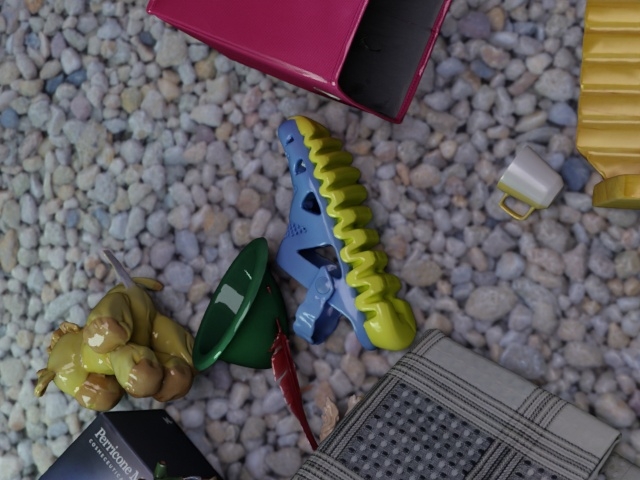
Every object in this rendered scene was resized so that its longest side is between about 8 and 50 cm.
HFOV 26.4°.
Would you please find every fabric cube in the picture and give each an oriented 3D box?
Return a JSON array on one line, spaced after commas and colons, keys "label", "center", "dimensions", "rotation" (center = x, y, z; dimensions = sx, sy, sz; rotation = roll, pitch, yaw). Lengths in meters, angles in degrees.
[{"label": "fabric cube", "center": [-0.005, -0.314, 1.623], "dimensions": [0.258, 0.254, 0.259], "rotation": [23, 93, 20]}]

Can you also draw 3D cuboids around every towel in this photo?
[{"label": "towel", "center": [0.157, 0.272, 1.510], "dimensions": [0.324, 0.056, 0.312], "rotation": [32, 59, 26]}]

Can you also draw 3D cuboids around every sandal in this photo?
[{"label": "sandal", "center": [0.000, 0.000, 1.663], "dimensions": [0.138, 0.126, 0.317], "rotation": [-23, 76, 21]}]

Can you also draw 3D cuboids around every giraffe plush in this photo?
[{"label": "giraffe plush", "center": [-0.276, 0.146, 1.731], "dimensions": [0.170, 0.181, 0.210], "rotation": [-41, 64, 20]}]

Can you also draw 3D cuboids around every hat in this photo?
[{"label": "hat", "center": [-0.045, 0.127, 1.704], "dimensions": [0.183, 0.173, 0.208], "rotation": [28, 87, -16]}]

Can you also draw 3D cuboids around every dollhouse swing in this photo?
[{"label": "dollhouse swing", "center": [0.413, -0.214, 1.436], "dimensions": [0.315, 0.305, 0.347], "rotation": [4, 87, 20]}]

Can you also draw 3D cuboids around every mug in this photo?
[{"label": "mug", "center": [0.251, -0.066, 1.618], "dimensions": [0.064, 0.078, 0.062], "rotation": [36, 64, 11]}]

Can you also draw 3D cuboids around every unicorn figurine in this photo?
[{"label": "unicorn figurine", "center": [0.066, 0.260, 1.647], "dimensions": [0.162, 0.060, 0.111], "rotation": [31, 110, 35]}]

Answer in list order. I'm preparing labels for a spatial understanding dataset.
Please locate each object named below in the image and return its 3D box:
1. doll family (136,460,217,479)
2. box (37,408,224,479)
[{"label": "doll family", "center": [-0.167, 0.343, 1.526], "dimensions": [0.111, 0.076, 0.193], "rotation": [-1, 82, 9]}, {"label": "box", "center": [-0.237, 0.410, 1.673], "dimensions": [0.294, 0.183, 0.296], "rotation": [-47, 72, 8]}]
